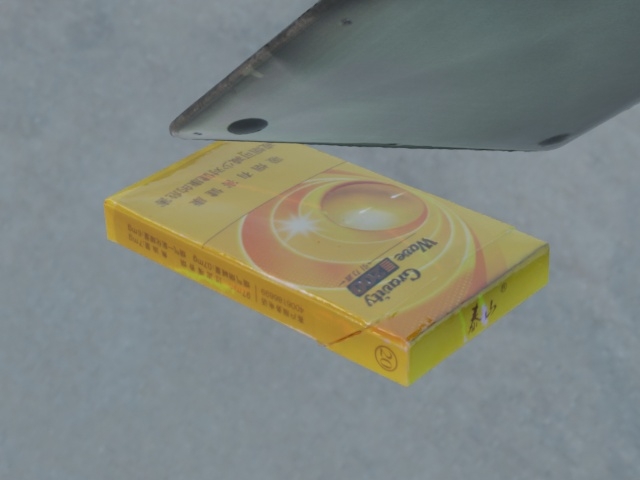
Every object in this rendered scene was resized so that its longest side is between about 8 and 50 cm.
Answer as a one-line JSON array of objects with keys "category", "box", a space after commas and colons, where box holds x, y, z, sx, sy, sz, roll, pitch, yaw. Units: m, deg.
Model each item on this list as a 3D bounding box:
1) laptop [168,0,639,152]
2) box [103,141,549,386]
[{"category": "laptop", "box": [0.097, -0.083, 0.472, 0.188, 0.269, 0.015, -1, 70, -39]}, {"category": "box", "box": [0.000, 0.000, 1.060, 0.269, 0.043, 0.152, 23, 40, 35]}]
